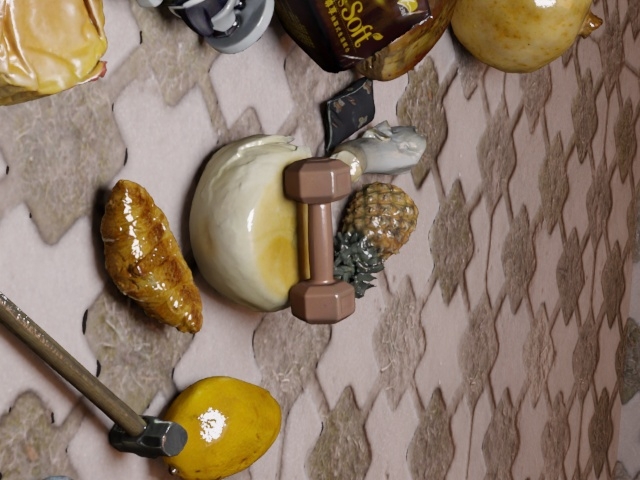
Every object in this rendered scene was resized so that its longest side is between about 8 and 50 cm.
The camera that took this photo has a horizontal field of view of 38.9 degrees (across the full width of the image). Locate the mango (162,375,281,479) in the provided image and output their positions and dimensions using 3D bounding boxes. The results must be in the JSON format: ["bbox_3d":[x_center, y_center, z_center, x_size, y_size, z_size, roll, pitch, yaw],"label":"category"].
[{"bbox_3d":[-0.134,0.262,1.289,0.227,0.109,0.147,-6,95,-53],"label":"mango"}]

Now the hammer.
[{"bbox_3d":[-0.305,0.148,1.080,0.365,0.111,0.043,52,51,-33],"label":"hammer"}]

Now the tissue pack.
[{"bbox_3d":[-0.010,-0.445,1.266,0.198,0.210,0.370,-32,138,-2],"label":"tissue pack"}]

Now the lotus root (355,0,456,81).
[{"bbox_3d":[0.132,-0.407,1.560,0.291,0.193,0.193,-51,130,-34],"label":"lotus root"}]

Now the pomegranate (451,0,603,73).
[{"bbox_3d":[0.392,-0.483,1.790,0.307,0.307,0.307,-5,96,-53],"label":"pomegranate"}]

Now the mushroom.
[{"bbox_3d":[0.094,-0.146,1.574,0.278,0.096,0.099,-18,137,-50],"label":"mushroom"}]

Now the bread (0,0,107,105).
[{"bbox_3d":[-0.339,-0.273,0.955,0.274,0.149,0.274,-14,106,-58],"label":"bread"}]

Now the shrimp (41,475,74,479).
[{"bbox_3d":[-0.339,0.390,1.059,0.090,0.079,0.232,101,6,-76],"label":"shrimp"}]

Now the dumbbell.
[{"bbox_3d":[0.000,0.000,1.255,0.092,0.082,0.230,-19,110,-57],"label":"dumbbell"}]

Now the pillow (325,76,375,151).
[{"bbox_3d":[0.053,-0.221,1.552,0.150,0.048,0.090,-40,125,-45],"label":"pillow"}]

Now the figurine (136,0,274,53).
[{"bbox_3d":[-0.171,-0.362,1.182,0.236,0.133,0.175,27,62,-53],"label":"figurine"}]

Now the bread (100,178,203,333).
[{"bbox_3d":[-0.228,0.030,1.177,0.233,0.076,0.105,65,33,-22],"label":"bread"}]

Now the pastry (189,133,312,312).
[{"bbox_3d":[-0.082,-0.023,1.318,0.265,0.133,0.264,-6,98,-54],"label":"pastry"}]

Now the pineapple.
[{"bbox_3d":[0.066,0.017,1.536,0.248,0.128,0.128,-55,133,-28],"label":"pineapple"}]
